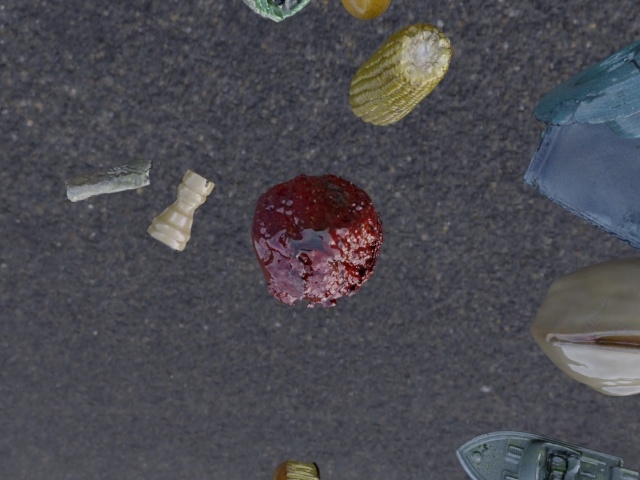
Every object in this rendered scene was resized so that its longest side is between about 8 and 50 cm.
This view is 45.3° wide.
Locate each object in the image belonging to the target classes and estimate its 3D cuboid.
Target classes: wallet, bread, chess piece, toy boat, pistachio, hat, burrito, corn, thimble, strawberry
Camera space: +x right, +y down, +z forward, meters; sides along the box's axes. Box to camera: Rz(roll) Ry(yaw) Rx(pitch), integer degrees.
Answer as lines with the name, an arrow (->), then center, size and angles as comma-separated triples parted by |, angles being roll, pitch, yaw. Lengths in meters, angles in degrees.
wallet -> 0.555, -0.113, 1.386 | 0.342, 0.075, 0.237 | 34, 143, 21
bread -> -0.063, 0.581, 1.692 | 0.114, 0.132, 0.191 | 11, 103, -12
chess piece -> -0.216, -0.049, 1.213 | 0.066, 0.122, 0.066 | 32, -179, -1
toy boat -> 0.392, 0.415, 1.346 | 0.319, 0.141, 0.092 | 15, 148, 3
pistachio -> 0.651, 0.172, 1.548 | 0.445, 0.281, 0.365 | -4, -178, 32
hat -> 0.260, -0.123, 0.581 | 0.191, 0.138, 0.078 | -32, 93, 43
burrito -> -0.393, -0.111, 1.426 | 0.171, 0.051, 0.042 | -11, 156, 0
corn -> 0.146, -0.314, 1.502 | 0.144, 0.144, 0.387 | 17, 177, -8
thimble -> -0.110, -0.668, 1.932 | 0.219, 0.150, 0.219 | -11, 158, -4
strawberry -> 0.000, 0.000, 1.440 | 0.274, 0.274, 0.220 | 27, 172, -19

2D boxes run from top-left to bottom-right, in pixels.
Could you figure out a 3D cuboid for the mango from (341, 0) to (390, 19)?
mango -> 0.067, -0.529, 1.381 | 0.109, 0.157, 0.262 | -11, 125, 8
